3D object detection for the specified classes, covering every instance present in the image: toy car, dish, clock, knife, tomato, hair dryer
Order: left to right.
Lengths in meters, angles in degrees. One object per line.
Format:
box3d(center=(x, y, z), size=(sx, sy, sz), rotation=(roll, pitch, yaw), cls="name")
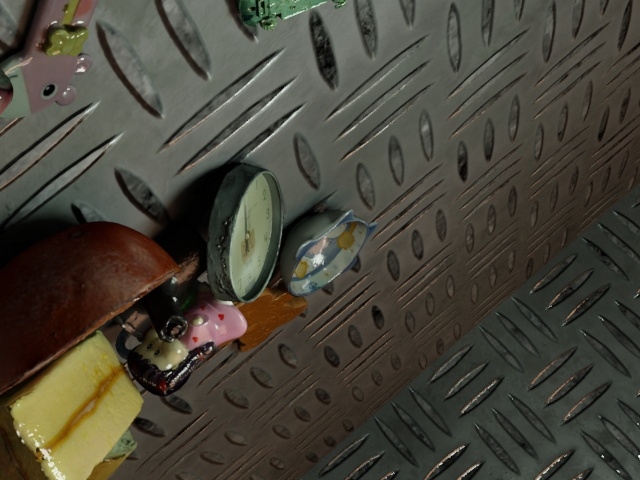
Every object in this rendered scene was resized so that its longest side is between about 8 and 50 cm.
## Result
box3d(center=(-0.356, 0.076, 1.285), size=(0.338, 0.143, 0.338), rotation=(-33, -178, 1), cls="tomato")
box3d(center=(-0.249, -0.282, 0.989), size=(0.132, 0.038, 0.398), rotation=(-18, 147, -50), cls="knife")
box3d(center=(-0.237, 0.091, 1.455), size=(0.197, 0.251, 0.089), rotation=(-43, 116, 1), cls="hair dryer")
box3d(center=(-0.247, 0.159, 1.589), size=(0.195, 0.194, 0.100), rotation=(-42, 131, -23), cls="clock")
box3d(center=(-0.118, -0.009, 1.519), size=(0.226, 0.049, 0.226), rotation=(10, 90, -74), cls="clock")
box3d(center=(-0.024, -0.337, 1.233), size=(0.186, 0.058, 0.093), rotation=(-24, 154, -13), cls="toy car")
box3d(center=(0.000, 0.000, 1.841), size=(0.228, 0.086, 0.236), rotation=(-39, 157, -12), cls="dish")

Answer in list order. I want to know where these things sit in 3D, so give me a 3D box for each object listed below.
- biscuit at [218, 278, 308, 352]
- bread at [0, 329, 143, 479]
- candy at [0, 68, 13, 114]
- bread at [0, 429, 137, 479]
box3d(center=(-0.129, 0.144, 1.915), size=(0.205, 0.049, 0.324), rotation=(-36, 164, 6), cls="biscuit")
box3d(center=(-0.352, 0.245, 1.392), size=(0.163, 0.167, 0.264), rotation=(-17, -163, 48), cls="bread")
box3d(center=(-0.355, -0.164, 0.943), size=(0.043, 0.103, 0.103), rotation=(-47, 157, 10), cls="candy")
box3d(center=(-0.462, 0.338, 1.594), size=(0.333, 0.160, 0.333), rotation=(-34, 154, -19), cls="bread")
